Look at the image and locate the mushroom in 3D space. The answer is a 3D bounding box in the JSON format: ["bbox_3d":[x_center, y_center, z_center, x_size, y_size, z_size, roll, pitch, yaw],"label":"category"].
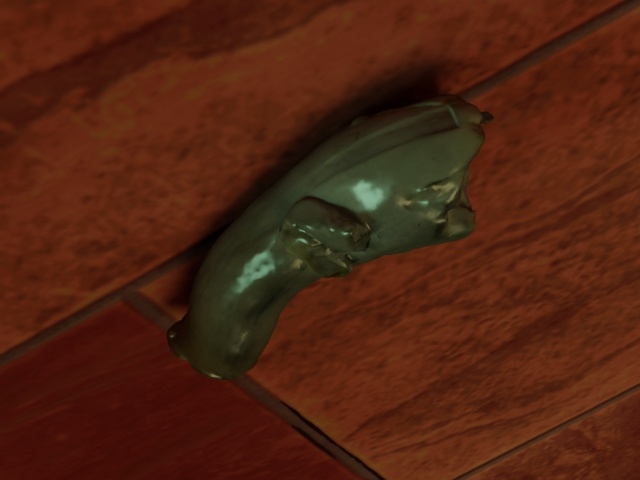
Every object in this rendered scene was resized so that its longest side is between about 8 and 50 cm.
[{"bbox_3d":[-0.001,-0.002,0.829,0.278,0.099,0.096,-36,131,26],"label":"mushroom"}]
